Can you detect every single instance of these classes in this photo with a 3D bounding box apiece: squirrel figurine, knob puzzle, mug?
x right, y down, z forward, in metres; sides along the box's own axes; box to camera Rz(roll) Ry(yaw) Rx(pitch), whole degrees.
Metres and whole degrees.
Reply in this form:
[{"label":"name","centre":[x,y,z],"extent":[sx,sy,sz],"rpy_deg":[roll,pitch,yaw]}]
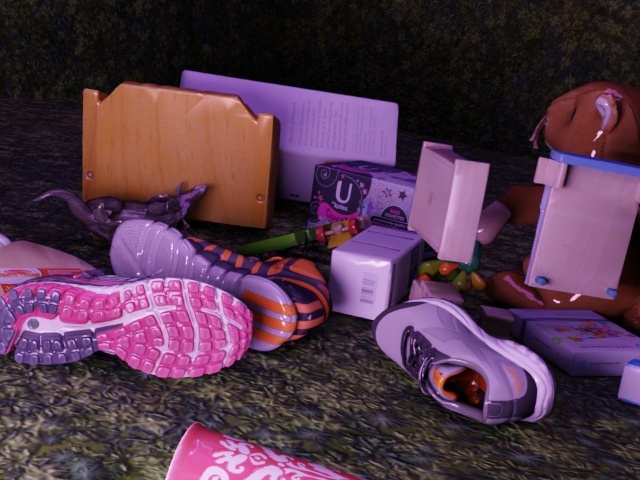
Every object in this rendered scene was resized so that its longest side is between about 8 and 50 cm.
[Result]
[{"label":"squirrel figurine","centre":[0.485,-0.055,1.650],"extent":[0.281,0.370,0.397],"rpy_deg":[-3,17,-44]},{"label":"knob puzzle","centre":[-0.361,0.064,1.362],"extent":[0.213,0.030,0.213],"rpy_deg":[17,27,-9]},{"label":"mug","centre":[-0.026,0.209,0.816],"extent":[0.169,0.113,0.150],"rpy_deg":[12,15,8]}]

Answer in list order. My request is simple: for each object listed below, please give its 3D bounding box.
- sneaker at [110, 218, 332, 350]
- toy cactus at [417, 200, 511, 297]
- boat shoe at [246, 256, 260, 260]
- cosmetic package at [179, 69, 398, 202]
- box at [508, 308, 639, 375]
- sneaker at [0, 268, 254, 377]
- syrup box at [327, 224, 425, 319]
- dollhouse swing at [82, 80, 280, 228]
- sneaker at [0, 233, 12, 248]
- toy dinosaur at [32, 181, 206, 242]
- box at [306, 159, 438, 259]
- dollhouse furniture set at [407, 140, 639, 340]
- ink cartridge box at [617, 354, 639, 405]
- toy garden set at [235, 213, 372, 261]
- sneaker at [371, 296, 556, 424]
[{"label":"sneaker","centre":[-0.128,0.059,1.439],"extent":[0.321,0.124,0.180],"rpy_deg":[26,16,26]},{"label":"toy cactus","centre":[0.237,0.018,1.670],"extent":[0.112,0.180,0.219],"rpy_deg":[40,22,-5]},{"label":"boat shoe","centre":[-0.086,0.061,1.577],"extent":[0.137,0.049,0.043],"rpy_deg":[19,-25,50]},{"label":"cosmetic package","centre":[-0.082,-0.206,2.225],"extent":[0.454,0.161,0.230],"rpy_deg":[8,-24,-7]},{"label":"box","centre":[0.369,0.142,1.483],"extent":[0.145,0.038,0.186],"rpy_deg":[2,15,-19]},{"label":"sneaker","centre":[-0.225,0.081,1.224],"extent":[0.299,0.120,0.112],"rpy_deg":[6,15,-3]},{"label":"syrup box","centre":[0.090,0.046,1.620],"extent":[0.096,0.093,0.237],"rpy_deg":[11,13,17]},{"label":"dollhouse swing","centre":[-0.247,-0.178,2.045],"extent":[0.347,0.315,0.305],"rpy_deg":[8,24,5]},{"label":"sneaker","centre":[-0.553,0.018,1.388],"extent":[0.256,0.094,0.151],"rpy_deg":[7,16,4]},{"label":"toy dinosaur","centre":[-0.326,-0.033,1.759],"extent":[0.314,0.120,0.160],"rpy_deg":[-5,5,-27]},{"label":"box","centre":[0.122,-0.062,2.001],"extent":[0.247,0.142,0.163],"rpy_deg":[16,15,34]},{"label":"dollhouse furniture set","centre":[0.294,0.004,1.505],"extent":[0.304,0.286,0.198],"rpy_deg":[8,12,-9]},{"label":"ink cartridge box","centre":[0.445,0.178,1.334],"extent":[0.089,0.052,0.122],"rpy_deg":[16,14,34]},{"label":"toy garden set","centre":[0.000,0.000,1.780],"extent":[0.204,0.049,0.244],"rpy_deg":[-13,1,22]},{"label":"sneaker","centre":[0.148,0.139,1.244],"extent":[0.108,0.100,0.272],"rpy_deg":[-9,20,-36]}]
